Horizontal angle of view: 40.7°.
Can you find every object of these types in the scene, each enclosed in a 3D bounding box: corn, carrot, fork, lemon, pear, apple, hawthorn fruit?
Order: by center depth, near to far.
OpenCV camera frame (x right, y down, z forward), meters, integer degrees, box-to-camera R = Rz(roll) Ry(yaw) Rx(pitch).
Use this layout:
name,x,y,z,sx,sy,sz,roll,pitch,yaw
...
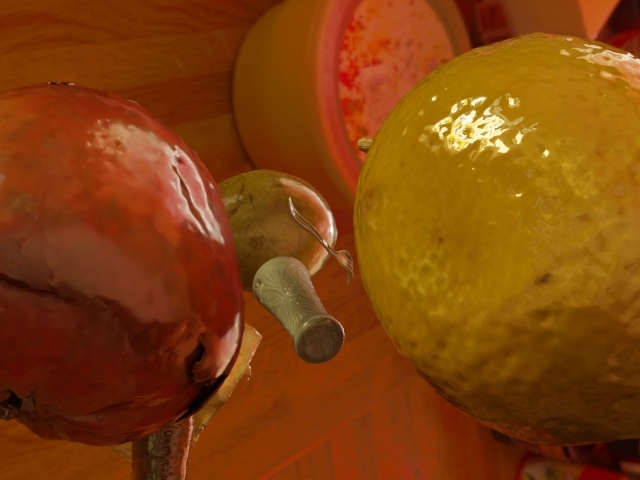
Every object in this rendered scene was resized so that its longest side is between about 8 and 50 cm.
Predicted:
name,x,y,z,sx,sy,sz,roll,pitch,yaw
hawthorn fruit,-0.188,-0.005,0.646,0.276,0.276,0.308,43,37,-39
lemon,0.184,0.000,0.701,0.336,0.336,0.336,-2,93,-47
carrot,-0.177,0.281,0.957,0.070,0.070,0.260,7,83,-47
fork,0.006,-0.001,1.332,0.219,0.028,0.034,52,37,-43
corn,0.095,-0.163,1.505,0.028,0.083,0.027,-9,111,-45
apple,-0.279,0.288,1.671,0.314,0.309,0.252,3,53,-38
pear,-0.118,-0.014,1.690,0.307,0.253,0.253,-1,92,-27

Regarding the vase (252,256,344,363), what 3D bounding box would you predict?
name,x,y,z,sx,sy,sz,roll,pitch,yaw
vase,-0.032,0.106,1.313,0.096,0.219,0.096,-6,112,-16
